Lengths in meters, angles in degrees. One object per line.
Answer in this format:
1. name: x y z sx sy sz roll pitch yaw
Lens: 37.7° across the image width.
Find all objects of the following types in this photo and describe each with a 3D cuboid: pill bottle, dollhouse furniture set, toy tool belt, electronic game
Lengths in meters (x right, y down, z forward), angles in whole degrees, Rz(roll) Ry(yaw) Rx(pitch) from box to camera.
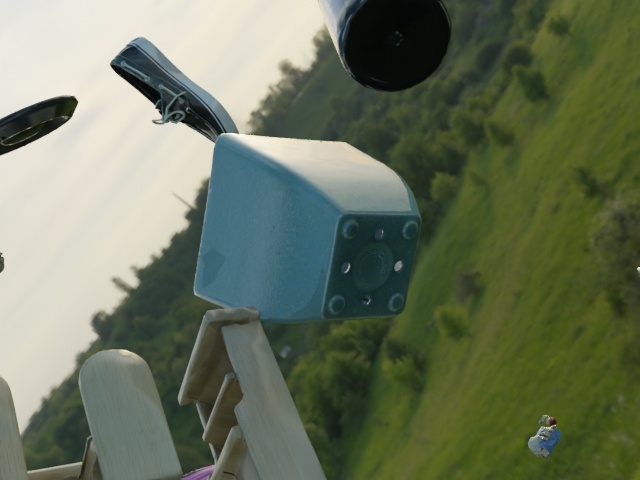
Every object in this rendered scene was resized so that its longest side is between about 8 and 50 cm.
1. pill bottle: 0.062 -0.264 1.044 0.123 0.122 0.219 -49 29 22
2. dollhouse furniture set: -0.227 0.237 1.002 0.257 0.394 0.362 63 145 37
3. toy tool belt: 0.442 0.380 1.809 0.083 0.052 0.051 -57 14 -15
4. electronic game: -0.540 -0.203 1.681 0.229 0.048 0.229 -26 5 3

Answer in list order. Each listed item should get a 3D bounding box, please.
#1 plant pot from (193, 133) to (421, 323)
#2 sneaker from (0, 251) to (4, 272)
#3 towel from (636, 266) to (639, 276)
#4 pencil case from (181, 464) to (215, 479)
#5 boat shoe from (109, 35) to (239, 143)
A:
1. plant pot: 0.000 0.000 1.324 0.252 0.247 0.248 26 111 51
2. sneaker: -0.512 0.056 1.445 0.098 0.038 0.069 -44 19 33
3. towel: 0.576 0.068 1.317 0.187 0.282 0.049 -36 37 12
4. pencil case: -0.266 0.435 1.336 0.386 0.160 0.167 -12 -32 -20
5. boat shoe: -0.308 -0.292 1.971 0.105 0.306 0.113 -50 10 -25
